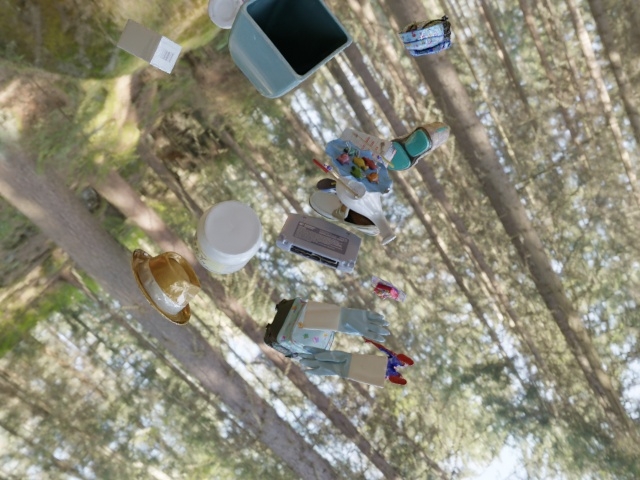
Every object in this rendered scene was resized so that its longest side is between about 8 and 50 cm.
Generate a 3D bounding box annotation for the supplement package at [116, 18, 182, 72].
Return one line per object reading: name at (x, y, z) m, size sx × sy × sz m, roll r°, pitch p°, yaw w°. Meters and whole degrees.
supplement package at (-0.584, -0.665, 2.060) m, size 0.179 × 0.105 × 0.105 m, roll 31°, pitch -80°, yaw 24°

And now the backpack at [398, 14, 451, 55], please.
backpack at (0.361, -0.709, 2.107) m, size 0.158 × 0.116 × 0.173 m, roll 2°, pitch -156°, yaw 34°

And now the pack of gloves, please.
pack of gloves at (0.062, 0.272, 1.575) m, size 0.232 × 0.046 × 0.194 m, roll 10°, pitch -113°, yaw 4°

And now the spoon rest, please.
spoon rest at (0.156, -0.116, 1.995) m, size 0.137 × 0.276 × 0.084 m, roll -32°, pitch 178°, yaw 13°

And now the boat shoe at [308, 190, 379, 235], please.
boat shoe at (0.099, -0.116, 2.287) m, size 0.103 × 0.303 × 0.113 m, roll 80°, pitch 32°, yaw -81°

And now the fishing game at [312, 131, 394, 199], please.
fishing game at (0.096, -0.180, 1.413) m, size 0.041 × 0.189 × 0.264 m, roll -52°, pitch 171°, yaw 33°

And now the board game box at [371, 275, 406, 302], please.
board game box at (0.230, 0.184, 2.107) m, size 0.133 × 0.168 × 0.033 m, roll 30°, pitch -105°, yaw 12°

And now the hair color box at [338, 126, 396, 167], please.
hair color box at (0.128, -0.265, 1.787) m, size 0.167 × 0.053 × 0.093 m, roll 25°, pitch -102°, yaw 32°

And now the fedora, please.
fedora at (-0.312, 0.083, 1.265) m, size 0.079 × 0.194 × 0.194 m, roll -31°, pitch -149°, yaw 7°

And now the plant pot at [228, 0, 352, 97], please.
plant pot at (-0.114, -0.551, 1.719) m, size 0.248 × 0.247 × 0.252 m, roll -46°, pitch -170°, yaw -30°

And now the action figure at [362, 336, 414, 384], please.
action figure at (0.167, 0.334, 1.674) m, size 0.280 × 0.139 × 0.091 m, roll 90°, pitch 24°, yaw -80°

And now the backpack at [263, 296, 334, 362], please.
backpack at (-0.045, 0.270, 1.754) m, size 0.145 × 0.188 × 0.165 m, roll -8°, pitch -132°, yaw 44°

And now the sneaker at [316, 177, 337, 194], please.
sneaker at (0.054, -0.192, 2.196) m, size 0.144 × 0.059 × 0.053 m, roll 4°, pitch -115°, yaw 23°

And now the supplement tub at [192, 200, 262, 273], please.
supplement tub at (-0.346, -0.012, 2.241) m, size 0.235 × 0.235 × 0.325 m, roll -49°, pitch -176°, yaw -20°

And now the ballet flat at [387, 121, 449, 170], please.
ballet flat at (0.291, -0.285, 1.829) m, size 0.106 × 0.107 × 0.316 m, roll -29°, pitch -173°, yaw -20°

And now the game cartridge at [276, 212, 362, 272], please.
game cartridge at (0.000, 0.000, 2.222) m, size 0.196 × 0.295 × 0.060 m, roll -68°, pitch 179°, yaw -47°

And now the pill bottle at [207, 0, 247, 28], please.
pill bottle at (-0.311, -0.807, 2.096) m, size 0.124 × 0.124 × 0.221 m, roll -29°, pitch -160°, yaw 14°
